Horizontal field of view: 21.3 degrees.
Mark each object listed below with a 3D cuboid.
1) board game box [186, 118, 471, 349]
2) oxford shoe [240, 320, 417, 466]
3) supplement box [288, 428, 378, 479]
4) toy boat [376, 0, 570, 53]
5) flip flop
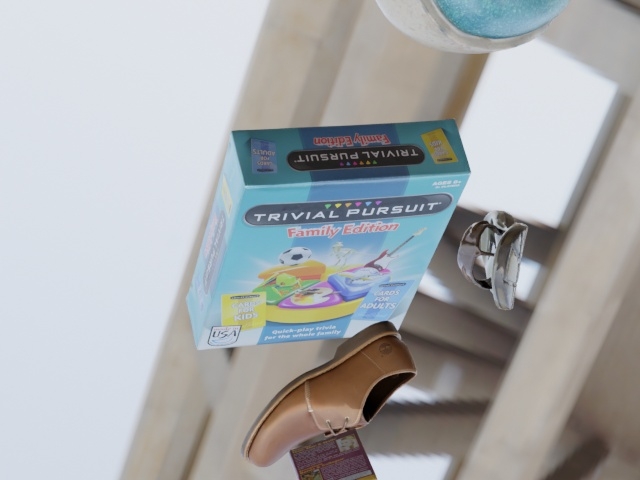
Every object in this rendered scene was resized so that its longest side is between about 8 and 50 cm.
[{"bbox_3d":[0.000,0.000,1.928,0.254,0.336,0.079,-4,-122,-17],"label":"board game box"},{"bbox_3d":[0.008,0.175,1.772,0.076,0.212,0.076,56,-170,29],"label":"oxford shoe"},{"bbox_3d":[0.013,0.178,1.225,0.055,0.043,0.083,-19,-158,-2],"label":"supplement box"},{"bbox_3d":[0.132,-0.270,1.107,0.148,0.267,0.318,-14,-173,42],"label":"toy boat"},{"bbox_3d":[0.213,0.015,2.179,0.080,0.112,0.277,9,-168,-1],"label":"flip flop"}]
